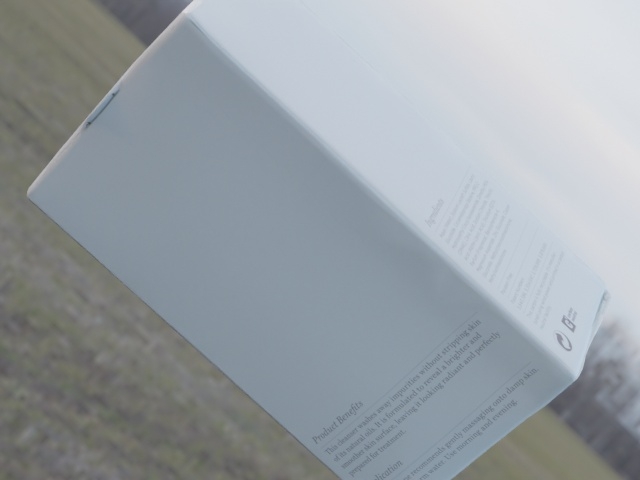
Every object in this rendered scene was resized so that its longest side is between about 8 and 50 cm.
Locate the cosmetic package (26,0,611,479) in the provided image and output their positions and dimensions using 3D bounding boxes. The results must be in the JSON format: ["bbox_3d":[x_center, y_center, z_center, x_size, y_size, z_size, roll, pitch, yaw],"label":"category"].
[{"bbox_3d":[0.000,0.000,1.374,0.385,0.217,0.156,45,31,-5],"label":"cosmetic package"}]
